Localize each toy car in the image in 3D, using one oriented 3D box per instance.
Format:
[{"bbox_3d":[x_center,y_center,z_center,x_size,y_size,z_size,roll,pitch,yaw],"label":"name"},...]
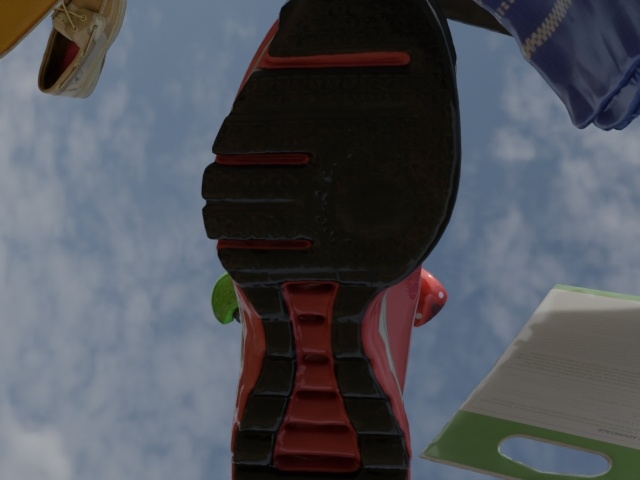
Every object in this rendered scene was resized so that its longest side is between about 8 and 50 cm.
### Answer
[{"bbox_3d":[-0.010,0.019,1.319,0.239,0.225,0.053,-110,177,-47],"label":"toy car"}]

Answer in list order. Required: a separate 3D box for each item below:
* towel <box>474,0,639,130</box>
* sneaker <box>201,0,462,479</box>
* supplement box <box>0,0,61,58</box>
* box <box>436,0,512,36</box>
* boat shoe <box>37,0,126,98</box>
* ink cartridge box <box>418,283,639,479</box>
[{"bbox_3d":[0.003,-0.172,0.464,0.336,0.243,0.040,43,-90,5],"label":"towel"},{"bbox_3d":[-0.001,0.000,0.679,0.136,0.116,0.313,-89,-176,-61],"label":"sneaker"},{"bbox_3d":[-0.286,-0.332,0.889,0.195,0.356,0.194,-35,-149,34],"label":"supplement box"},{"bbox_3d":[0.276,-0.386,0.940,0.472,0.297,0.480,23,-45,30],"label":"box"},{"bbox_3d":[-0.245,-0.217,1.340,0.063,0.059,0.170,41,-56,31],"label":"boat shoe"},{"bbox_3d":[0.198,0.118,0.919,0.171,0.235,0.056,9,-55,32],"label":"ink cartridge box"}]
